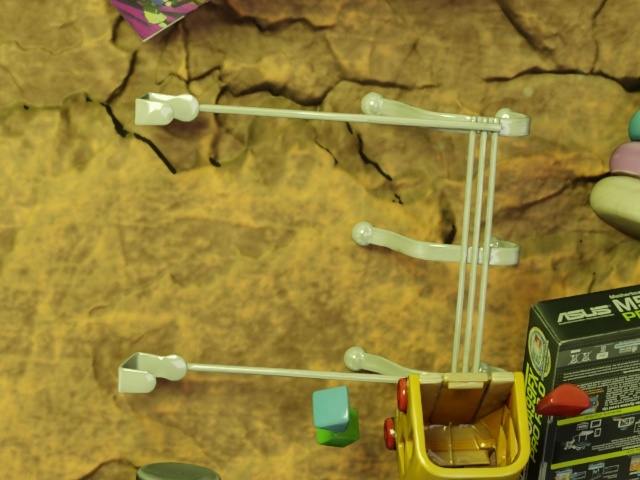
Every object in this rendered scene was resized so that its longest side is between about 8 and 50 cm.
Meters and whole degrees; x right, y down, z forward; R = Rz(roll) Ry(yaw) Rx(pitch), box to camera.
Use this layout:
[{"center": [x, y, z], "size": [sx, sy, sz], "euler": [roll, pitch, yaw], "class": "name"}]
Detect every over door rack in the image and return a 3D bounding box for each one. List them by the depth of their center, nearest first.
[{"center": [0.000, 0.000, 1.430], "size": [0.324, 0.108, 0.239], "euler": [2, 99, -10], "class": "over door rack"}]

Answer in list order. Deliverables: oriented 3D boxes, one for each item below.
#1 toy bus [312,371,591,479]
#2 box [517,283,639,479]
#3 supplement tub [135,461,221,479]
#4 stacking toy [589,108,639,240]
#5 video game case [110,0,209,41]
[{"center": [0.107, 0.175, 1.403], "size": [0.202, 0.191, 0.104], "euler": [22, 56, -44], "class": "toy bus"}, {"center": [0.305, 0.134, 1.527], "size": [0.270, 0.060, 0.216], "euler": [-9, 127, -15], "class": "box"}, {"center": [-0.125, 0.285, 1.435], "size": [0.106, 0.106, 0.198], "euler": [5, 98, -18], "class": "supplement tub"}, {"center": [0.357, -0.150, 1.507], "size": [0.141, 0.141, 0.330], "euler": [26, 86, -20], "class": "stacking toy"}, {"center": [-0.128, -0.285, 1.300], "size": [0.232, 0.210, 0.042], "euler": [51, 38, -19], "class": "video game case"}]
